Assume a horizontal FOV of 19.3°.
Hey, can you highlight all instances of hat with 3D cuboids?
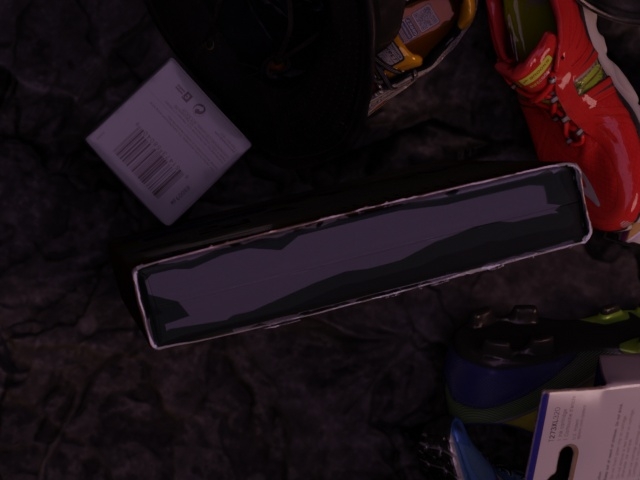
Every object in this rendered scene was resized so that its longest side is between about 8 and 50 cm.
[{"bbox_3d":[-0.017,-0.230,1.492,0.134,0.331,0.331,-25,96,-29],"label":"hat"}]

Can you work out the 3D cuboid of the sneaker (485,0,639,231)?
[{"bbox_3d":[0.192,-0.132,1.581,0.107,0.118,0.279,-22,88,33],"label":"sneaker"}]

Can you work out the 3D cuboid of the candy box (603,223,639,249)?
[{"bbox_3d":[0.385,-0.041,1.650,0.233,0.071,0.159,16,91,-8],"label":"candy box"}]

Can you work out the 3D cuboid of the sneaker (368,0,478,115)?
[{"bbox_3d":[0.037,-0.153,1.581,0.225,0.093,0.088,-40,98,-4],"label":"sneaker"}]

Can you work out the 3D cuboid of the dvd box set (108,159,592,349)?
[{"bbox_3d":[0.000,0.000,1.418,0.307,0.420,0.062,-14,94,-8],"label":"dvd box set"}]

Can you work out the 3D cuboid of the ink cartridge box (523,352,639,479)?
[{"bbox_3d":[0.319,0.182,1.582,0.370,0.069,0.176,-2,114,-26],"label":"ink cartridge box"}]

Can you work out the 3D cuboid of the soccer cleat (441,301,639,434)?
[{"bbox_3d":[0.243,0.122,1.642,0.289,0.093,0.121,3,122,-13],"label":"soccer cleat"}]

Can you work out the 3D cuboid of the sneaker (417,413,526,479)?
[{"bbox_3d":[0.140,0.208,1.627,0.073,0.063,0.162,-38,120,-18],"label":"sneaker"}]

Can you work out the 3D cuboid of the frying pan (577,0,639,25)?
[{"bbox_3d":[0.337,-0.237,1.539,0.326,0.053,0.197,19,130,-22],"label":"frying pan"}]

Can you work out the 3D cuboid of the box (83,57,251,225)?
[{"bbox_3d":[-0.128,-0.082,1.562,0.102,0.087,0.101,-44,98,-5],"label":"box"}]
